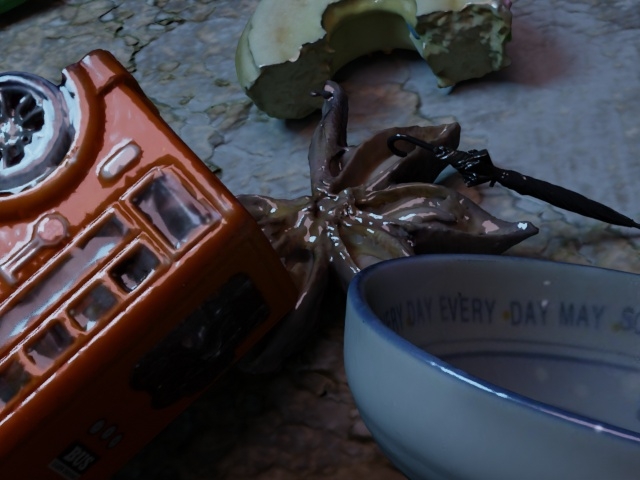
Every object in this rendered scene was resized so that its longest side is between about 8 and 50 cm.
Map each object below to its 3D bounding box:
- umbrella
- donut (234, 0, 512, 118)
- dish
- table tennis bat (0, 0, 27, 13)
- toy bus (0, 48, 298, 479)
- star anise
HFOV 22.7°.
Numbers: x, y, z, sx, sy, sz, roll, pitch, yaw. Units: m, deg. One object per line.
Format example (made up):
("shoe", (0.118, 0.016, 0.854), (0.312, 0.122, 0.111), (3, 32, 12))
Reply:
("umbrella", (0.105, -0.030, 0.820), (0.149, 0.022, 0.022), (16, 59, -4))
("donut", (0.030, -0.128, 0.962), (0.166, 0.065, 0.108), (-15, 42, 3))
("dish", (0.135, 0.104, 0.637), (0.273, 0.134, 0.273), (9, 12, -2))
("table tennis bat", (-0.302, -0.133, 1.094), (0.257, 0.039, 0.160), (-30, 43, -7))
("toy bus", (-0.174, 0.075, 0.724), (0.329, 0.143, 0.153), (-41, 67, -7))
("star anise", (0.015, 0.004, 0.835), (0.172, 0.063, 0.208), (23, 49, 27))
